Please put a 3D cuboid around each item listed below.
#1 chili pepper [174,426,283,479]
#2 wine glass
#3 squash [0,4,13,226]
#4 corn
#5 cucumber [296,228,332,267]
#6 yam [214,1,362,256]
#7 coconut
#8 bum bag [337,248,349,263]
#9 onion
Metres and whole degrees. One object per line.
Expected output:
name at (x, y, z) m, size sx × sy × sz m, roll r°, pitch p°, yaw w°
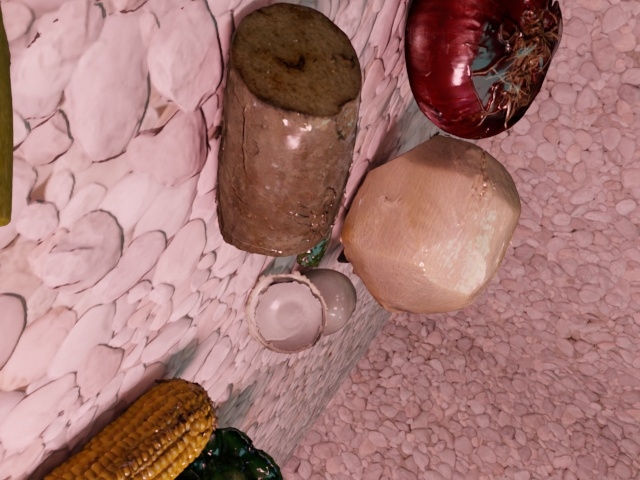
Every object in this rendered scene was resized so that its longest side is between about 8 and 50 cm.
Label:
chili pepper at (-0.203, 0.500, 1.076) m, size 0.248 × 0.233 × 0.257 m, roll 3°, pitch 127°, yaw -56°
wine glass at (-0.016, 0.117, 1.080) m, size 0.144 × 0.143 × 0.321 m, roll -61°, pitch 165°, yaw 9°
squash at (-0.193, -0.056, 0.260) m, size 0.184 × 0.085 × 0.192 m, roll -62°, pitch 167°, yaw 14°
corn at (-0.239, 0.278, 0.705) m, size 0.318 × 0.115 × 0.115 m, roll -38°, pitch 155°, yaw -51°
cucumber at (0.000, 0.000, 1.104) m, size 0.108 × 0.035 × 0.067 m, roll -63°, pitch 163°, yaw 8°
yam at (-0.036, -0.089, 0.603) m, size 0.154 × 0.153 × 0.255 m, roll -48°, pitch 164°, yaw -37°
coconut at (0.217, -0.018, 1.199) m, size 0.361 × 0.346 × 0.346 m, roll -65°, pitch 166°, yaw -5°
bum bag at (0.111, -0.011, 1.412) m, size 0.087 × 0.049 × 0.198 m, roll -19°, pitch -159°, yaw 46°
onion at (0.247, -0.324, 0.942) m, size 0.313 × 0.232 × 0.314 m, roll -24°, pitch 126°, yaw -39°
